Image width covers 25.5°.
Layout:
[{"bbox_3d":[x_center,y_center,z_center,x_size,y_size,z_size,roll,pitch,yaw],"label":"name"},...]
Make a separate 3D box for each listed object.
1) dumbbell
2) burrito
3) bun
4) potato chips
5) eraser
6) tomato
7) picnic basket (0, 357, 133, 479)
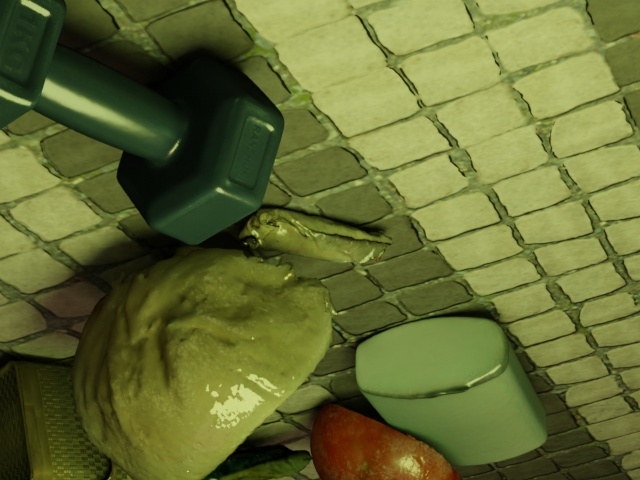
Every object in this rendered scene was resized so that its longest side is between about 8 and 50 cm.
[{"bbox_3d":[-0.180,-0.111,1.111,0.316,0.156,0.143,24,108,-44],"label":"dumbbell"},{"bbox_3d":[0.000,-0.002,1.458,0.171,0.042,0.051,13,141,-28],"label":"burrito"},{"bbox_3d":[-0.136,0.114,1.445,0.205,0.281,0.281,43,138,-1],"label":"bun"},{"bbox_3d":[-0.214,0.366,1.857,0.358,0.070,0.429,-35,168,35],"label":"potato chips"},{"bbox_3d":[0.171,0.198,1.788,0.189,0.104,0.290,-13,151,13],"label":"eraser"},{"bbox_3d":[0.082,0.307,1.857,0.237,0.095,0.237,26,165,8],"label":"tomato"},{"bbox_3d":[-0.351,0.260,1.699,0.139,0.165,0.267,8,148,-40],"label":"picnic basket"}]
